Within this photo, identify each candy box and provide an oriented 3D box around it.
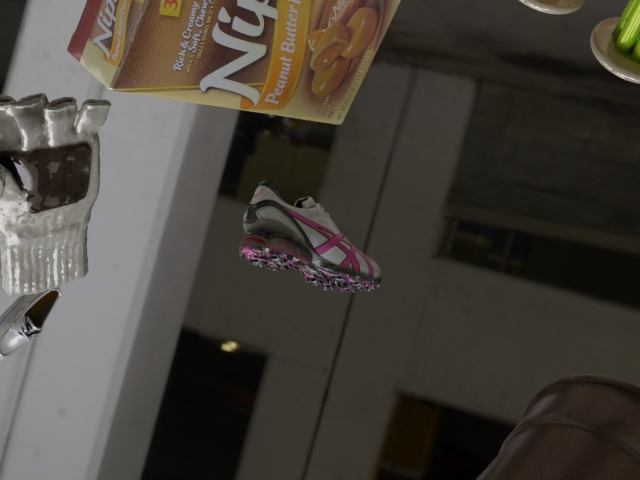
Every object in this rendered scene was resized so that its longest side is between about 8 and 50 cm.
[{"bbox_3d":[-0.069,-0.224,1.196,0.316,0.183,0.087,2,-149,-48],"label":"candy box"}]

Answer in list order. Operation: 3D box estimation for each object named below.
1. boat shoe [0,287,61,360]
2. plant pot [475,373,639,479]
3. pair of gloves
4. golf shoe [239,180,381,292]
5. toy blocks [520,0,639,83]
[{"bbox_3d":[-0.289,0.081,1.218,0.035,0.100,0.035,37,-178,-43],"label":"boat shoe"},{"bbox_3d":[0.140,0.191,0.735,0.167,0.167,0.165,15,-144,43],"label":"plant pot"},{"bbox_3d":[-0.272,-0.017,0.906,0.240,0.204,0.042,-11,-135,-30],"label":"pair of gloves"},{"bbox_3d":[0.000,0.000,1.245,0.067,0.086,0.186,-7,158,41],"label":"golf shoe"},{"bbox_3d":[0.172,-0.175,0.674,0.054,0.148,0.123,-34,-114,-34],"label":"toy blocks"}]
